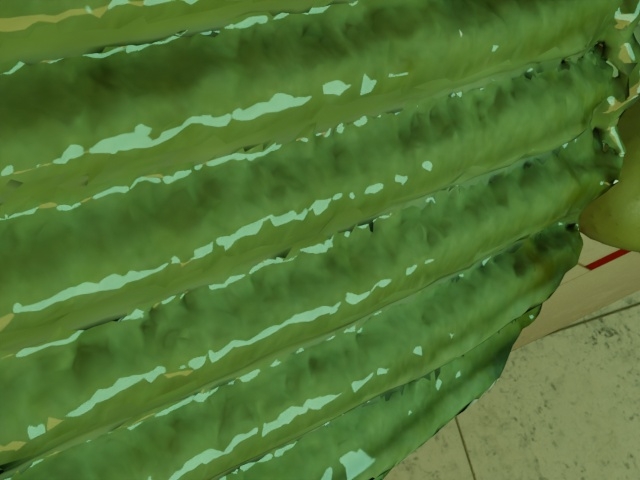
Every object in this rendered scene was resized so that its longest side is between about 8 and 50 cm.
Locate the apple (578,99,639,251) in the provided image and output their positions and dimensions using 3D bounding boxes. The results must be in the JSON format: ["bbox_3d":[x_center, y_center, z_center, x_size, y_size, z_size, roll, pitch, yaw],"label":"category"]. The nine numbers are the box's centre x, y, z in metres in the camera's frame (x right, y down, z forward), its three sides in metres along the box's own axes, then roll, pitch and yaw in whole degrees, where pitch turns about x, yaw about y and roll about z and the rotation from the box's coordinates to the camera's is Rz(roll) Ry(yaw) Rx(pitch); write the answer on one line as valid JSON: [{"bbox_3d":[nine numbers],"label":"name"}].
[{"bbox_3d":[0.259,-0.084,0.928,0.200,0.200,0.200,-22,166,-6],"label":"apple"}]

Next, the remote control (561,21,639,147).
[{"bbox_3d":[0.084,-0.105,0.641,0.285,0.038,0.123,10,114,-45],"label":"remote control"}]

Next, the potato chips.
[{"bbox_3d":[0.000,0.000,0.564,0.429,0.070,0.358,-19,127,-38],"label":"potato chips"}]
